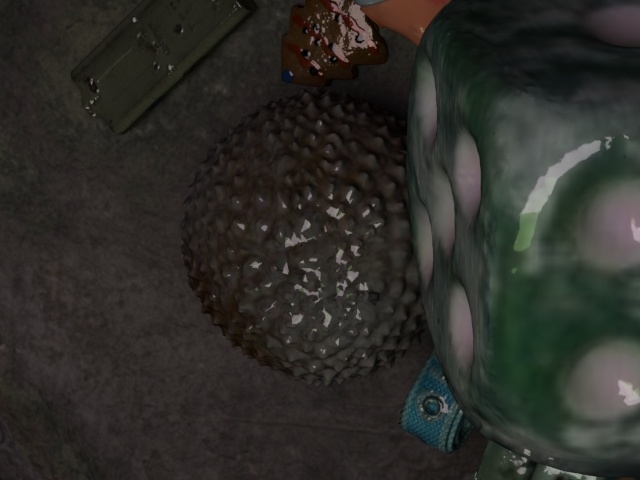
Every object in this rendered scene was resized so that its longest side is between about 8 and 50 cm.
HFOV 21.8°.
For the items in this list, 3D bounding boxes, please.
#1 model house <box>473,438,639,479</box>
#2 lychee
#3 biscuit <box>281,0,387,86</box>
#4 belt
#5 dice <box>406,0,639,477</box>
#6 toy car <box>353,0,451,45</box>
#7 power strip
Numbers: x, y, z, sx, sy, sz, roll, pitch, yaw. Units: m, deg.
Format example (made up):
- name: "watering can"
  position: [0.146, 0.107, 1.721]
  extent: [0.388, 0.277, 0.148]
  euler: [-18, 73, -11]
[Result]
- name: "model house"
  position: [0.329, 0.221, 1.617]
  extent: [0.324, 0.194, 0.267]
  euler: [21, 110, 9]
- name: "lychee"
  position: [-0.005, -0.002, 1.650]
  extent: [0.300, 0.300, 0.300]
  euler: [5, 104, 21]
- name: "biscuit"
  position: [0.005, -0.207, 1.734]
  extent: [0.119, 0.019, 0.130]
  euler: [48, 115, 6]
- name: "belt"
  position: [0.165, 0.077, 1.681]
  extent: [0.072, 0.087, 0.302]
  euler: [31, 111, 25]
- name: "dice"
  position: [0.261, -0.027, 1.404]
  extent: [0.327, 0.330, 0.348]
  euler: [-5, 119, -8]
- name: "toy car"
  position: [0.168, -0.270, 1.576]
  extent: [0.270, 0.180, 0.212]
  euler: [-33, 99, 24]
- name: "power strip"
  position: [-0.161, -0.225, 1.787]
  extent: [0.268, 0.034, 0.092]
  euler: [-40, 85, 25]
